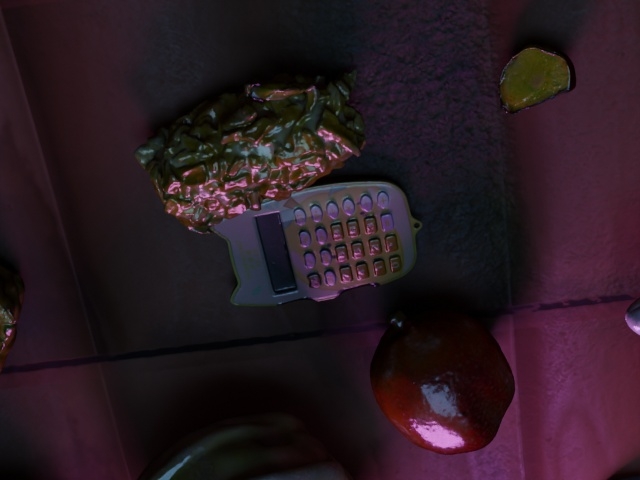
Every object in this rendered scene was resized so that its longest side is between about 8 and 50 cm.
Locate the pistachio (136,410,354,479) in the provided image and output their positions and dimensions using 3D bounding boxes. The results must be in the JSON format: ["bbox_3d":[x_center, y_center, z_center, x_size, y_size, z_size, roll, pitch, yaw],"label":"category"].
[{"bbox_3d":[-0.089,0.397,1.822,0.365,0.281,0.445,-18,134,-21],"label":"pistachio"}]

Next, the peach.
[{"bbox_3d":[0.231,-0.168,1.579,0.077,0.050,0.083,26,113,11],"label":"peach"}]

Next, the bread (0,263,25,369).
[{"bbox_3d":[-0.448,0.102,1.732,0.181,0.096,0.222,25,118,-16],"label":"bread"}]

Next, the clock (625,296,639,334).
[{"bbox_3d":[0.529,0.120,1.657,0.368,0.250,0.377,-30,125,19],"label":"clock"}]

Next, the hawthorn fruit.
[{"bbox_3d":[0.131,0.158,1.736,0.169,0.169,0.188,-37,118,22],"label":"hawthorn fruit"}]

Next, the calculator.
[{"bbox_3d":[0.000,0.000,1.705,0.236,0.033,0.157,-9,122,3],"label":"calculator"}]

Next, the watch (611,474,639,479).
[{"bbox_3d":[0.421,0.403,1.957,0.195,0.068,0.237,27,116,-19],"label":"watch"}]

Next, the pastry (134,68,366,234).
[{"bbox_3d":[-0.070,-0.108,1.589,0.250,0.102,0.154,-27,123,19],"label":"pastry"}]
